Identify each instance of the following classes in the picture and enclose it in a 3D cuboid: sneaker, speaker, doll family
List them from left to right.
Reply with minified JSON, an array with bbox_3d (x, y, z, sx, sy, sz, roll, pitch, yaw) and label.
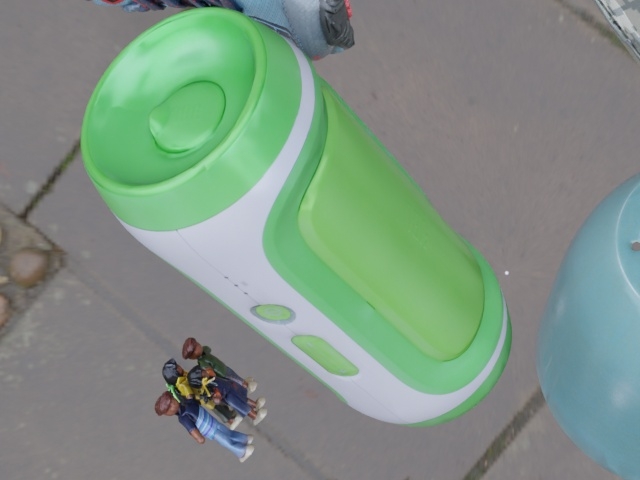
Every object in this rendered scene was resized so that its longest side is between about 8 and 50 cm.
[{"bbox_3d":[-0.081,-0.160,0.795,0.125,0.104,0.262,-31,44,-17],"label":"sneaker"},{"bbox_3d":[-0.123,0.166,1.445,0.111,0.193,0.076,37,90,-17],"label":"doll family"},{"bbox_3d":[0.000,0.000,0.746,0.131,0.296,0.131,-16,54,24],"label":"speaker"}]

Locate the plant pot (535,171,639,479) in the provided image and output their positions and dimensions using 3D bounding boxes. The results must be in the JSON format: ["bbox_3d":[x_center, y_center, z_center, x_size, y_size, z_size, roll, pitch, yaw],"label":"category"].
[{"bbox_3d":[0.351,0.059,1.241,0.293,0.235,0.293,-2,61,5],"label":"plant pot"}]

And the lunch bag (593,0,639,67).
[{"bbox_3d":[0.358,-0.249,1.074,0.256,0.212,0.305,-33,95,31],"label":"lunch bag"}]
